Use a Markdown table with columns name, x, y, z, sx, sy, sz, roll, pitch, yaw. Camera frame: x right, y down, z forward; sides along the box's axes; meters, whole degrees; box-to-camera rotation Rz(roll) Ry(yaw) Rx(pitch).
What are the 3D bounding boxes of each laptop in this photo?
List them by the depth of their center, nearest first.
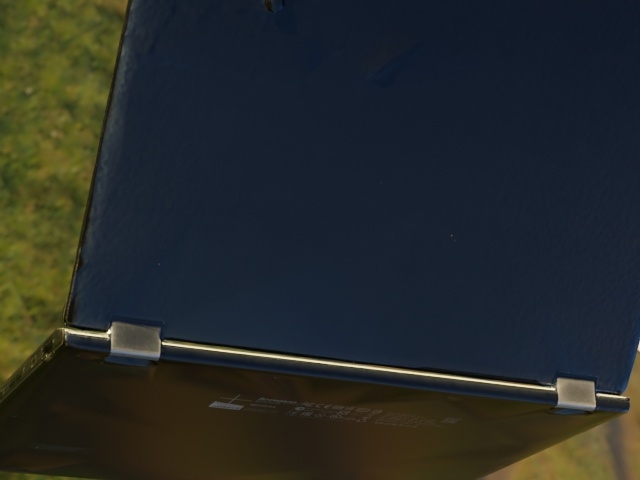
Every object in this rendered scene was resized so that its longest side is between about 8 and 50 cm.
| name | x | y | z | sx | sy | sz | roll | pitch | yaw |
| --- | --- | --- | --- | --- | --- | --- | --- | --- | --- |
| laptop | 0.000 | 0.000 | 1.040 | 0.382 | 0.408 | 0.236 | 10 | 64 | -25 |

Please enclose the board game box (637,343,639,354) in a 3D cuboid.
| name | x | y | z | sx | sy | sz | roll | pitch | yaw |
| --- | --- | --- | --- | --- | --- | --- | --- | --- | --- |
| board game box | 0.519 | 0.065 | 1.851 | 0.318 | 0.319 | 0.066 | 48 | 3 | 9 |
